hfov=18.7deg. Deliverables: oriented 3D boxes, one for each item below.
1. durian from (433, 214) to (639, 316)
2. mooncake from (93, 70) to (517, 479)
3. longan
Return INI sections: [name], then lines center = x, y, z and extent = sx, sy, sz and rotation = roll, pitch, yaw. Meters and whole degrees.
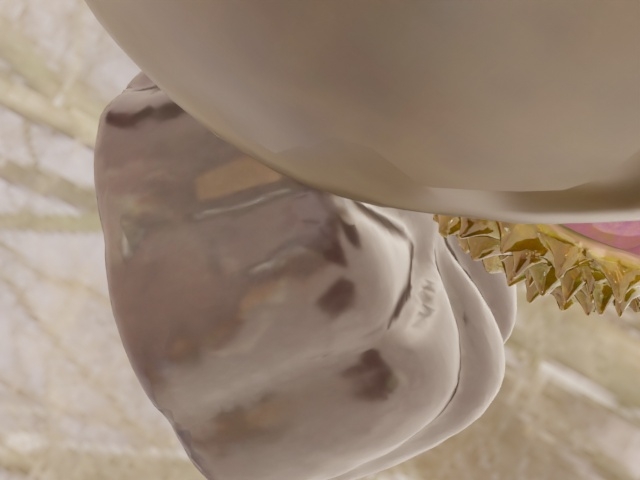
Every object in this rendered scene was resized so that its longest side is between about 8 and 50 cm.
[durian]
center = 0.099, -0.042, 0.781
extent = 0.132, 0.182, 0.165
rotation = -41, 2, 13
[mooncake]
center = 0.000, 0.000, 1.151
extent = 0.154, 0.306, 0.306
rotation = -20, 8, 21
[longan]
center = 0.070, -0.140, 0.495
extent = 0.288, 0.350, 0.288
rotation = 25, -120, -54
